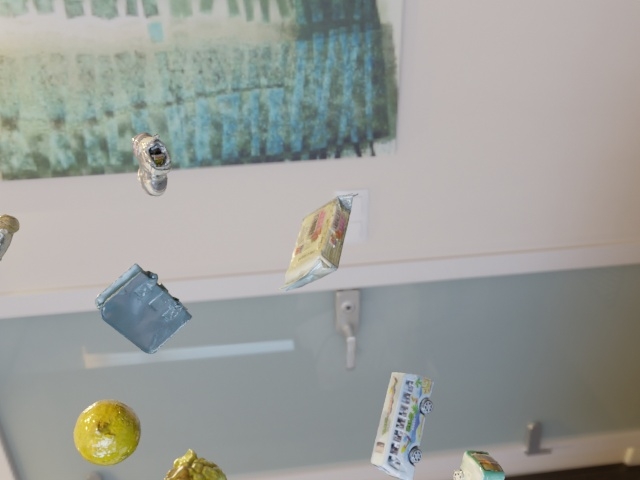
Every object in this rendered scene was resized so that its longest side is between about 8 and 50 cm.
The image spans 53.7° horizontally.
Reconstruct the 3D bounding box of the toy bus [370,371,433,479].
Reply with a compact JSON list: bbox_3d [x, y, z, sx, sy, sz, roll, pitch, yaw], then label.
[{"bbox_3d":[0.264,0.592,2.028,0.109,0.136,0.329,-13,56,58],"label":"toy bus"}]

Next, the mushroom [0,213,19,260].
[{"bbox_3d":[-0.970,0.020,1.865,0.081,0.223,0.092,45,-176,42],"label":"mushroom"}]

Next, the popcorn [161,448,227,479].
[{"bbox_3d":[-0.371,0.713,1.760,0.216,0.235,0.181,52,150,15],"label":"popcorn"}]

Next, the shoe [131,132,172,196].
[{"bbox_3d":[-0.453,-0.213,1.749,0.092,0.089,0.180,2,107,46],"label":"shoe"}]

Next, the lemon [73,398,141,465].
[{"bbox_3d":[-0.564,0.508,1.674,0.206,0.174,0.173,123,143,-71],"label":"lemon"}]

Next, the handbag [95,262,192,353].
[{"bbox_3d":[-0.468,0.181,1.690,0.062,0.179,0.229,41,172,48],"label":"handbag"}]

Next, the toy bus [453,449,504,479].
[{"bbox_3d":[0.364,0.645,1.524,0.109,0.091,0.261,27,105,64],"label":"toy bus"}]

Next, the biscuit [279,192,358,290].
[{"bbox_3d":[-0.003,0.001,1.684,0.079,0.186,0.309,43,-139,-26],"label":"biscuit"}]
